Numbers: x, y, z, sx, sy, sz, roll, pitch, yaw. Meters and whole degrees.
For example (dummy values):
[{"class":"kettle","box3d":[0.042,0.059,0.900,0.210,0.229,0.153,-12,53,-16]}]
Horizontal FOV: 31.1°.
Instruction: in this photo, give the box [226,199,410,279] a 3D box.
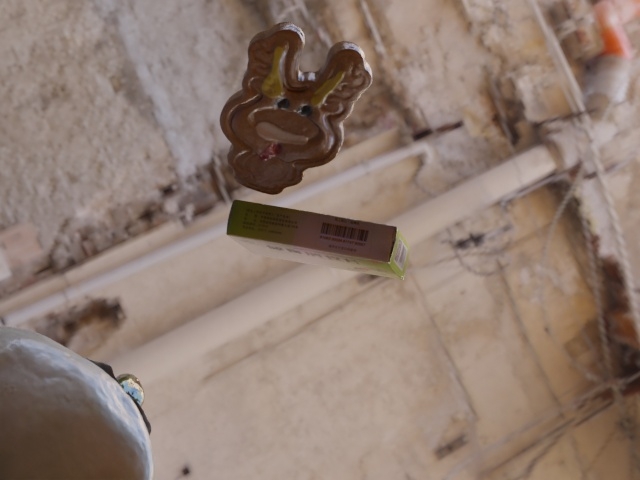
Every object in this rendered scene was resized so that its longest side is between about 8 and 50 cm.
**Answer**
[{"class":"box","box3d":[0.001,0.001,1.805,0.175,0.261,0.062,43,59,-75]}]

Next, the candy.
[{"class":"candy","box3d":[-0.470,0.354,1.867,0.186,0.427,0.386,-13,117,-77]}]

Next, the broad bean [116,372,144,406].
[{"class":"broad bean","box3d":[-0.402,0.303,2.117,0.207,0.153,0.072,-20,-78,53]}]

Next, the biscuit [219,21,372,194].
[{"class":"biscuit","box3d":[-0.046,-0.174,1.632,0.044,0.186,0.295,-79,-172,-46]}]
